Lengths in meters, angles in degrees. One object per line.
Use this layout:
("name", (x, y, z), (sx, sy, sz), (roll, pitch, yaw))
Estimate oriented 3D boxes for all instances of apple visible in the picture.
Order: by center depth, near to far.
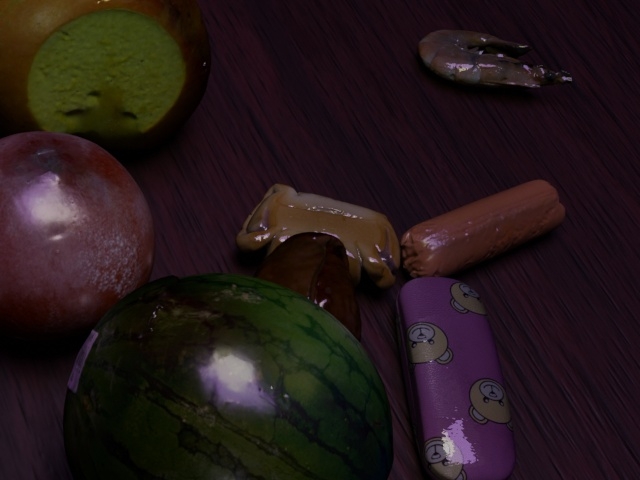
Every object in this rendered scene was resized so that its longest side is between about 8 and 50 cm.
("apple", (-0.343, -0.285, 1.712), (0.374, 0.374, 0.384), (-34, 105, -36))

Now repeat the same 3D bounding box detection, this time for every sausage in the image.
("sausage", (0.234, -0.016, 1.784), (0.289, 0.086, 0.086), (-21, 59, -30))

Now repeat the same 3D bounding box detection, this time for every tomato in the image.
("tomato", (-0.336, -0.012, 1.517), (0.270, 0.227, 0.270), (8, 46, -9))

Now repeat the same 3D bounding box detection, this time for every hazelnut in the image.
("hazelnut", (-0.017, 0.085, 1.564), (0.160, 0.170, 0.202), (28, 63, 6))

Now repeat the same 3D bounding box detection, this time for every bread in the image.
("bread", (0.000, 0.000, 1.705), (0.225, 0.081, 0.134), (14, 43, -2))

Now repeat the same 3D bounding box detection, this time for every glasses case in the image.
("glasses case", (0.172, 0.177, 1.607), (0.123, 0.076, 0.316), (4, 50, -12))

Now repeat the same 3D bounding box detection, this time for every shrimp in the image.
("shrimp", (0.284, -0.297, 2.063), (0.254, 0.059, 0.145), (3, 40, -8))

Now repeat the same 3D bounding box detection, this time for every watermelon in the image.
("watermelon", (-0.097, 0.202, 1.335), (0.363, 0.363, 0.363), (8, 49, -10))
